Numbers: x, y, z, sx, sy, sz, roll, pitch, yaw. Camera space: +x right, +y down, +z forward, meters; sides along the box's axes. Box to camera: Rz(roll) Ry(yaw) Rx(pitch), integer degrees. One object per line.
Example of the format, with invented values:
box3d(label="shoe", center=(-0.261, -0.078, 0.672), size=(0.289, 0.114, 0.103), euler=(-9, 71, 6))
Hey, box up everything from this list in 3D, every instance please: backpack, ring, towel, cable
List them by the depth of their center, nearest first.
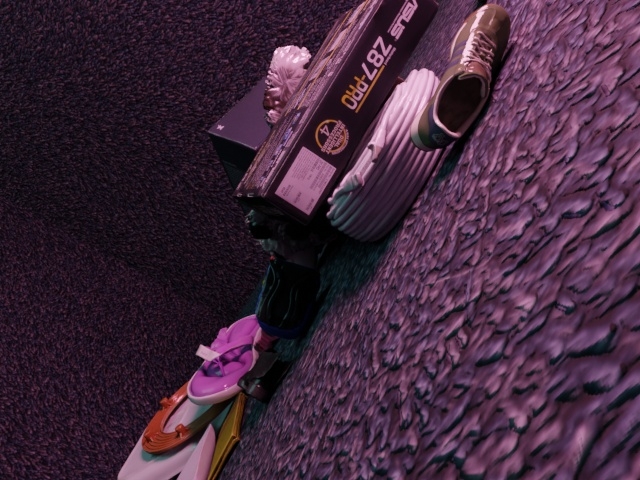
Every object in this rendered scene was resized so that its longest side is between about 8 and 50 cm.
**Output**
box3d(label="cable", center=(0.100, -0.120, 0.986), size=(0.257, 0.089, 0.257), euler=(-61, 4, -23))
box3d(label="backpack", center=(-0.054, 0.109, 1.198), size=(0.101, 0.098, 0.120), euler=(84, -158, -61))
box3d(label="towel", center=(-0.174, 0.370, 1.324), size=(0.102, 0.021, 0.237), euler=(-63, 5, 4))
box3d(label="ring", center=(-0.299, 0.376, 1.681), size=(0.336, 0.032, 0.336), euler=(-35, 14, 10))

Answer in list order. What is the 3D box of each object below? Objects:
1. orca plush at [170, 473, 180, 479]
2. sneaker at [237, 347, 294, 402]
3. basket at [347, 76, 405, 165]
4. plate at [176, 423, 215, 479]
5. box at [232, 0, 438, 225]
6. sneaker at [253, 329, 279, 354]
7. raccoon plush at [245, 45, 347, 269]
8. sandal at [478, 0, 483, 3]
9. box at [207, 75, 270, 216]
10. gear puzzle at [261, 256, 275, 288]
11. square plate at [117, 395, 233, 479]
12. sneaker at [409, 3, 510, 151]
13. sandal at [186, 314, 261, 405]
box3d(label="orca plush", center=(-0.372, 0.621, 1.693), size=(0.151, 0.102, 0.287), euler=(-16, 9, -11))
box3d(label="sneaker", center=(-0.094, 0.224, 1.185), size=(0.089, 0.051, 0.170), euler=(-61, 10, -10))
box3d(label="basket", center=(0.094, -0.249, 1.392), size=(0.227, 0.154, 0.204), euler=(-178, 73, -77))
box3d(label="plate", center=(-0.274, 0.518, 1.319), size=(0.277, 0.045, 0.278), euler=(-59, 5, 4))
box3d(label="box", center=(0.005, -0.218, 1.164), size=(0.395, 0.097, 0.318), euler=(-60, 17, -5))
box3d(label="sneaker", center=(-0.103, 0.196, 1.505), size=(0.119, 0.047, 0.057), euler=(-55, -4, 39))
box3d(label="raccoon plush", center=(-0.036, -0.148, 1.476), size=(0.299, 0.216, 0.447), euler=(158, 120, -82))
box3d(label="sandal", center=(0.308, -0.515, 1.329), size=(0.060, 0.090, 0.219), euler=(-31, 13, 31))
box3d(label="box", center=(-0.138, -0.269, 2.244), size=(0.293, 0.212, 0.395), euler=(-50, -36, -25))
box3d(label="gear puzzle", center=(-0.146, 0.120, 2.017), size=(0.175, 0.044, 0.339), euler=(99, -176, -56))
box3d(label="square plate", center=(-0.355, 0.471, 1.710), size=(0.347, 0.049, 0.344), euler=(-35, 13, 22))
box3d(label="sneaker", center=(0.175, -0.188, 0.801), size=(0.192, 0.064, 0.086), euler=(-60, 12, 0))
box3d(label="sandal", center=(-0.221, 0.251, 1.610), size=(0.169, 0.102, 0.416), euler=(-22, 12, 9))
